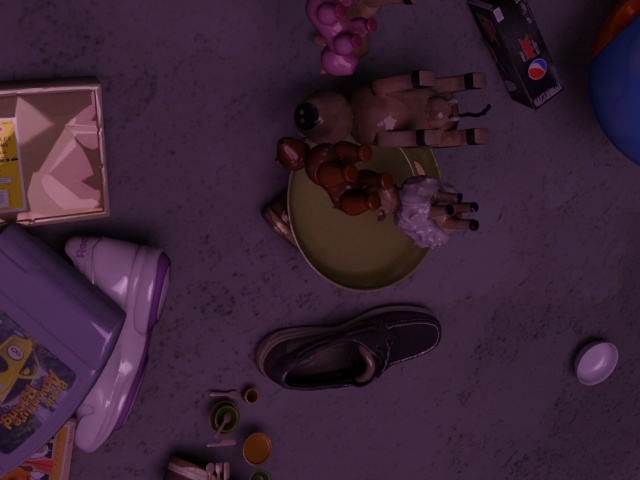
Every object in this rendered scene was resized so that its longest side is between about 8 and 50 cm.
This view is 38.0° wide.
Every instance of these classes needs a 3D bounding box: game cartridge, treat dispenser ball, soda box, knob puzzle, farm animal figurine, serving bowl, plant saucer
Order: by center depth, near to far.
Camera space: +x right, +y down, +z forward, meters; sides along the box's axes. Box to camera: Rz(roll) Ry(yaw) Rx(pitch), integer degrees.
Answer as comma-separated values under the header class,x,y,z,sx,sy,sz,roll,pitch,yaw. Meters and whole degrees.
class,x,y,z,sx,sy,sz,roll,pitch,yaw
game cartridge,-0.371,0.149,1.085,0.196,0.060,0.294,40,103,-8
farm animal figurine,0.059,-0.177,1.105,0.327,0.172,0.330,17,79,-43
knob puzzle,-0.414,0.276,1.172,0.213,0.030,0.213,0,125,0
plant saucer,0.055,-0.054,1.216,0.241,0.037,0.240,-2,95,-30
treat dispenser ball,0.503,-0.221,1.226,0.288,0.288,0.288,-10,118,-20
soda box,0.260,-0.258,1.233,0.053,0.060,0.169,-37,123,-5
serving bowl,0.462,0.203,1.577,0.083,0.027,0.083,-11,119,-20

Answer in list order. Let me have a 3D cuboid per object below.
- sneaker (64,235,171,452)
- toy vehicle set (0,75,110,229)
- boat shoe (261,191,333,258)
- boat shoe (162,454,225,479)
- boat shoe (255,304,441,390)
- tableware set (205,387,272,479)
class,x,y,z,sx,sy,sz,roll,pitch,yaw
sneaker,-0.286,0.125,1.168,0.152,0.114,0.305,16,111,-6
toy vehicle set,-0.376,-0.092,1.040,0.267,0.035,0.166,-7,117,-21
boat shoe,0.000,0.000,1.241,0.060,0.064,0.178,-45,122,4
boat shoe,-0.143,0.388,1.353,0.223,0.080,0.073,39,72,-28
boat shoe,0.054,0.164,1.330,0.285,0.092,0.102,-6,117,-22
tableware set,-0.110,0.287,1.319,0.104,0.024,0.154,4,85,-32
